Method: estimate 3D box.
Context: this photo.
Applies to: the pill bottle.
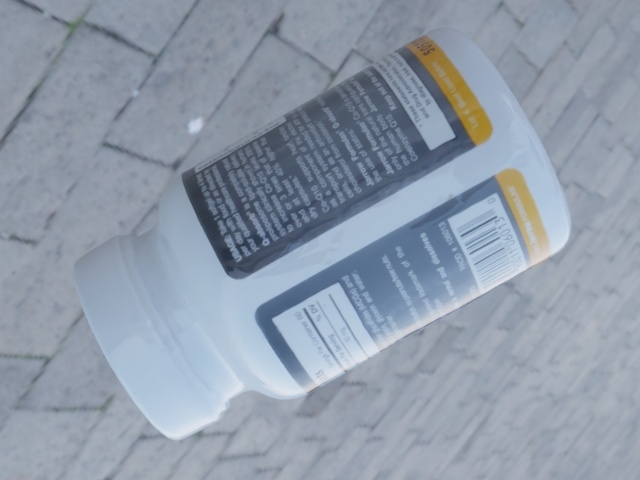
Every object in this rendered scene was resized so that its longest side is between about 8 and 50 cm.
[{"bbox_3d":[0.000,0.000,0.734,0.278,0.162,0.162,-29,156,2],"label":"pill bottle"}]
